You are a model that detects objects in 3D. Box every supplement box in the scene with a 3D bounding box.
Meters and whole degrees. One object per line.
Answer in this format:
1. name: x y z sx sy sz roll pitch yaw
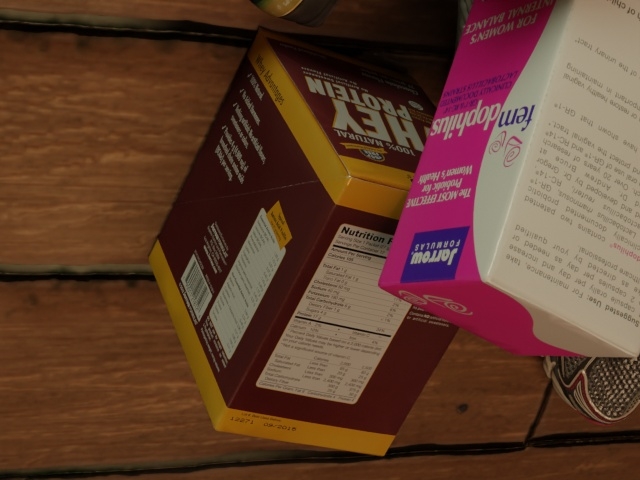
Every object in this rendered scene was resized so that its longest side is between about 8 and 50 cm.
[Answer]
1. supplement box: 0.135 -0.054 0.797 0.114 0.111 0.220 25 74 -26
2. supplement box: 0.000 0.000 0.933 0.129 0.191 0.194 14 118 -30

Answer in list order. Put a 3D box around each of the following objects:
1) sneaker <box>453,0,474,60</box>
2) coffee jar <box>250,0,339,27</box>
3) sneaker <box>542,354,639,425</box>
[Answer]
1. sneaker: 0.175 -0.114 0.965 0.150 0.135 0.366 -9 128 -12
2. coffee jar: -0.055 -0.198 0.837 0.184 0.079 0.096 19 115 -34
3. sneaker: 0.260 0.032 1.126 0.120 0.112 0.299 -4 126 -21
